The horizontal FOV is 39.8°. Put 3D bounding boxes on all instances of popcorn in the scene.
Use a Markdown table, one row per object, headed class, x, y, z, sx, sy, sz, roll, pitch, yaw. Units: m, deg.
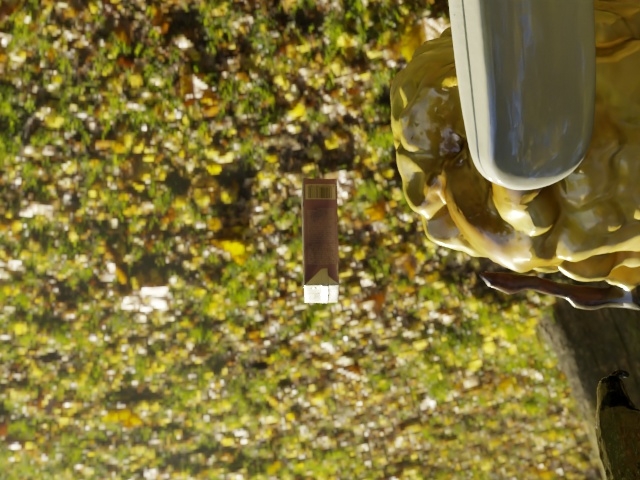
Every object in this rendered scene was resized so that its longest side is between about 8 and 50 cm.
| class | x | y | z | sx | sy | sz | roll | pitch | yaw |
| --- | --- | --- | --- | --- | --- | --- | --- | --- | --- |
| popcorn | 0.250 | -0.085 | 0.909 | 0.349 | 0.349 | 0.382 | -17 | 111 | 8 |

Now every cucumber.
| class | x | y | z | sx | sy | sz | roll | pitch | yaw |
| --- | --- | --- | --- | --- | --- | --- | --- | --- | --- |
| cucumber | 0.199 | 0.130 | 0.568 | 0.043 | 0.163 | 0.039 | 34 | 120 | -16 |

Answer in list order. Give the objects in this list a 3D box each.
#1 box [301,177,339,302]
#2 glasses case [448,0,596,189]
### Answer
| class | x | y | z | sx | sy | sz | roll | pitch | yaw |
| --- | --- | --- | --- | --- | --- | --- | --- | --- | --- |
| box | 0.000 | 0.000 | 0.871 | 0.036 | 0.117 | 0.050 | -1 | 158 | -1 |
| glasses case | 0.112 | -0.123 | 0.489 | 0.074 | 0.049 | 0.193 | -17 | 113 | -17 |
